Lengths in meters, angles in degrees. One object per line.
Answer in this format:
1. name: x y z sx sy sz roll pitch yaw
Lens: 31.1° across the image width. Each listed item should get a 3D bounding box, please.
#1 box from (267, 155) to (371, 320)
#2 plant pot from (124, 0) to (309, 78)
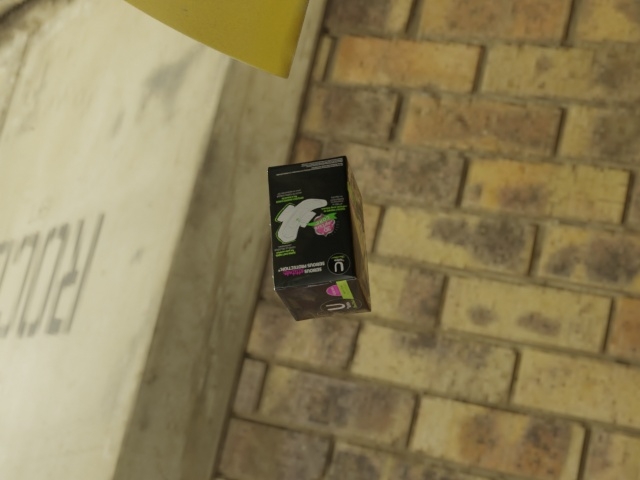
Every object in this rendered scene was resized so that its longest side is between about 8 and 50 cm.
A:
1. box: 0.000 0.000 0.716 0.052 0.083 0.062 -8 155 9
2. plant pot: -0.084 -0.283 0.888 0.187 0.212 0.212 12 155 -6
